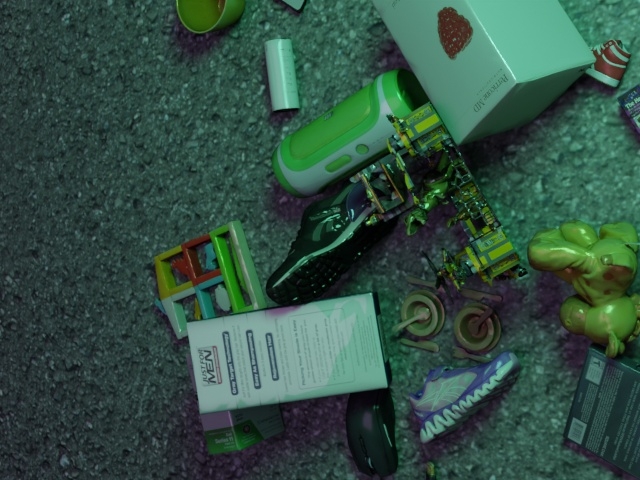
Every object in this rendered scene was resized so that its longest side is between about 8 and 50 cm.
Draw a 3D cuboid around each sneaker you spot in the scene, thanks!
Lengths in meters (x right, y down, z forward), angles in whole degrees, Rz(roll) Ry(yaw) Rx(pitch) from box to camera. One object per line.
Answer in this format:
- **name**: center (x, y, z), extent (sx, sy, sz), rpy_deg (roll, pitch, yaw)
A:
- **sneaker**: center (0.235, 0.249, 1.495), extent (0.236, 0.095, 0.104), rpy_deg (-46, 61, 31)
- **sneaker**: center (0.000, 0.000, 1.565), extent (0.124, 0.283, 0.107), rpy_deg (40, 160, 35)
- **sneaker**: center (0.414, -0.288, 1.332), extent (0.118, 0.042, 0.067), rpy_deg (35, 116, 23)

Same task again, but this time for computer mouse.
- **computer mouse**: center (0.123, 0.388, 1.606), extent (0.184, 0.060, 0.262), rpy_deg (1, 96, 37)

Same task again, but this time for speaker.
- **speaker**: center (0.053, -0.185, 1.553), extent (0.296, 0.131, 0.131), rpy_deg (-29, 78, 34)
- **speaker**: center (-0.074, -0.314, 1.675), extent (0.055, 0.055, 0.136), rpy_deg (-7, 92, 36)

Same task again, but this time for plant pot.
- **plant pot**: center (-0.203, -0.472, 1.727), extent (0.134, 0.095, 0.134), rpy_deg (4, 97, 36)

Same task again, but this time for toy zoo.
- **toy zoo**: center (-0.255, 0.094, 1.866), extent (0.293, 0.030, 0.192), rpy_deg (-22, 82, 35)

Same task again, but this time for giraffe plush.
- **giraffe plush**: center (0.415, 0.075, 1.302), extent (0.210, 0.181, 0.170), rpy_deg (14, 116, 52)

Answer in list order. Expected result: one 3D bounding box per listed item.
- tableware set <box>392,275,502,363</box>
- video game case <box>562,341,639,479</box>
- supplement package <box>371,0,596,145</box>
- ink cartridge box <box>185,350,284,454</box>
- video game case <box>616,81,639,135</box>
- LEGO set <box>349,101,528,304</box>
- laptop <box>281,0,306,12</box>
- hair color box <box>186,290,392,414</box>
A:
- **tableware set**: center (0.219, 0.140, 1.522), extent (0.194, 0.039, 0.128), rpy_deg (11, 101, 35)
- **video game case**: center (0.506, 0.289, 1.299), extent (0.274, 0.026, 0.196), rpy_deg (27, 131, 30)
- **supplement package**: center (0.241, -0.326, 1.341), extent (0.293, 0.175, 0.177), rpy_deg (62, 148, 14)
- **ink cartridge box**: center (-0.170, 0.303, 1.753), extent (0.087, 0.153, 0.208), rpy_deg (-18, 86, 35)
- **video game case**: center (0.572, -0.180, 1.229), extent (0.232, 0.042, 0.210), rpy_deg (-37, 74, 33)
- **LEGO set**: center (0.165, -0.041, 1.393), extent (0.192, 0.255, 0.331), rpy_deg (-30, 93, 10)
- **laptop**: center (-0.147, -0.693, 1.576), extent (0.382, 0.236, 0.408), rpy_deg (39, 116, 27)
- **hair color box**: center (-0.055, 0.203, 1.600), extent (0.347, 0.105, 0.173), rpy_deg (-10, 87, 9)
